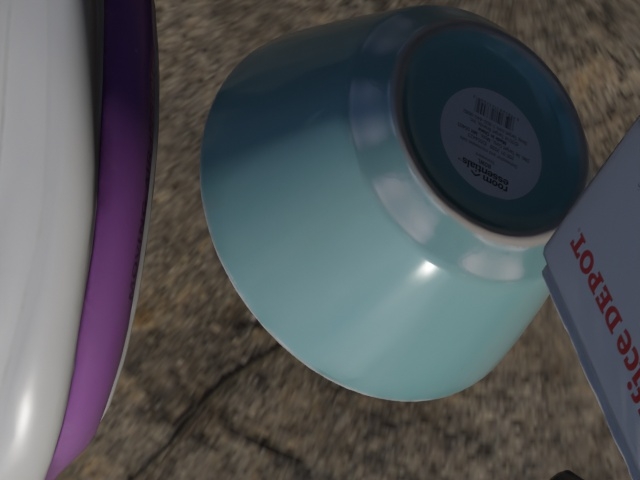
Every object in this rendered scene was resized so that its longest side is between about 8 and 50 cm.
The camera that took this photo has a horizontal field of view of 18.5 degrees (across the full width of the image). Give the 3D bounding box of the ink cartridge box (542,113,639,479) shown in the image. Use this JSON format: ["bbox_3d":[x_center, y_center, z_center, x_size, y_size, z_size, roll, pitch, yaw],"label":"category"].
[{"bbox_3d":[0.256,-0.016,1.020,0.117,0.207,0.283,14,126,-27],"label":"ink cartridge box"}]

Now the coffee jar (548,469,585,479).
[{"bbox_3d":[0.167,0.273,1.536,0.184,0.096,0.079,-49,135,0],"label":"coffee jar"}]

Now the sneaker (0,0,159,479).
[{"bbox_3d":[-0.121,0.029,0.370,0.152,0.114,0.305,14,110,-14],"label":"sneaker"}]

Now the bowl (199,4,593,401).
[{"bbox_3d":[0.082,-0.053,1.471,0.311,0.311,0.163,49,141,-4],"label":"bowl"}]
